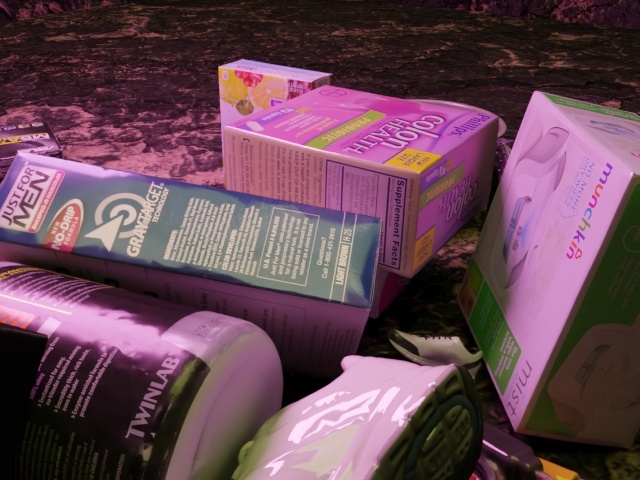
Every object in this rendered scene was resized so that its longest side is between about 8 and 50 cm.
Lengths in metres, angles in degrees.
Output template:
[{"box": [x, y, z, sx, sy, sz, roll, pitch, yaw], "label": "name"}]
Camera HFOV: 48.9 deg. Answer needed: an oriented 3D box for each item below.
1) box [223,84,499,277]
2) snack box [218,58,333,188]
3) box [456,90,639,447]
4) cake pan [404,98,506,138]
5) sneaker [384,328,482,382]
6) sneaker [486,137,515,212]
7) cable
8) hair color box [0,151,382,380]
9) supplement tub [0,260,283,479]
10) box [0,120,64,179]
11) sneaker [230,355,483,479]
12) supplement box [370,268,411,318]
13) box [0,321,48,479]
[{"box": [0.048, -0.083, 0.811, 0.243, 0.117, 0.213, 18, 32, 28], "label": "box"}, {"box": [-0.071, -0.167, 1.113, 0.174, 0.207, 0.070, 16, 31, 28], "label": "snack box"}, {"box": [0.255, 0.022, 0.682, 0.126, 0.262, 0.231, 10, 27, -9], "label": "box"}, {"box": [0.210, -0.209, 1.368, 0.293, 0.054, 0.293, 0, 27, 0], "label": "cake pan"}, {"box": [0.116, 0.110, 0.716, 0.109, 0.044, 0.040, 25, 4, -14], "label": "sneaker"}, {"box": [0.326, -0.105, 1.112, 0.124, 0.107, 0.283, 8, 24, 1], "label": "sneaker"}, {"box": [0.101, 0.185, 0.621, 0.139, 0.072, 0.287, -14, 20, -31], "label": "cable"}, {"box": [-0.126, 0.032, 0.690, 0.347, 0.174, 0.105, 10, 56, 0], "label": "hair color box"}, {"box": [-0.206, 0.126, 0.559, 0.316, 0.194, 0.193, 12, 29, 20], "label": "supplement tub"}, {"box": [-0.572, -0.160, 1.264, 0.190, 0.045, 0.184, -13, 28, -23], "label": "box"}, {"box": [-0.015, 0.184, 0.472, 0.297, 0.111, 0.129, -34, 27, -34], "label": "sneaker"}, {"box": [0.000, 0.000, 0.896, 0.220, 0.114, 0.111, 15, 30, 27], "label": "supplement box"}, {"box": [-0.303, 0.158, 0.422, 0.184, 0.261, 0.103, 12, -10, 17], "label": "box"}]
